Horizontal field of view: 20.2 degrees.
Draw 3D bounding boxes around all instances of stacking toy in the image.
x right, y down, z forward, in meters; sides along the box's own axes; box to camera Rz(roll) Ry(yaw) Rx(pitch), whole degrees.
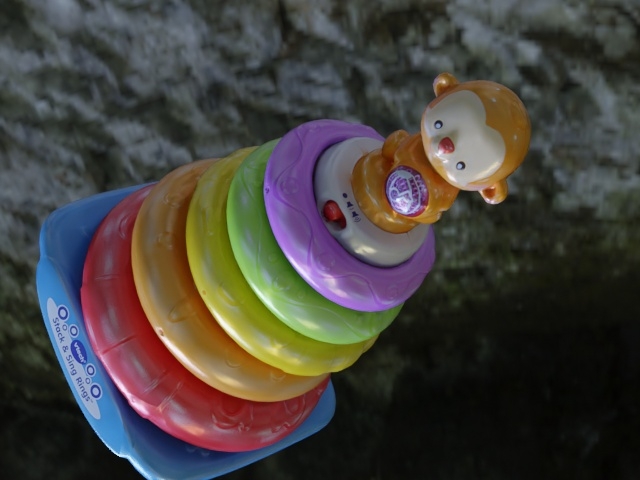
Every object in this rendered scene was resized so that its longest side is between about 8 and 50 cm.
[{"bbox_3d":[0.000,0.000,0.943,0.166,0.302,0.175,-16,-102,-45],"label":"stacking toy"}]
